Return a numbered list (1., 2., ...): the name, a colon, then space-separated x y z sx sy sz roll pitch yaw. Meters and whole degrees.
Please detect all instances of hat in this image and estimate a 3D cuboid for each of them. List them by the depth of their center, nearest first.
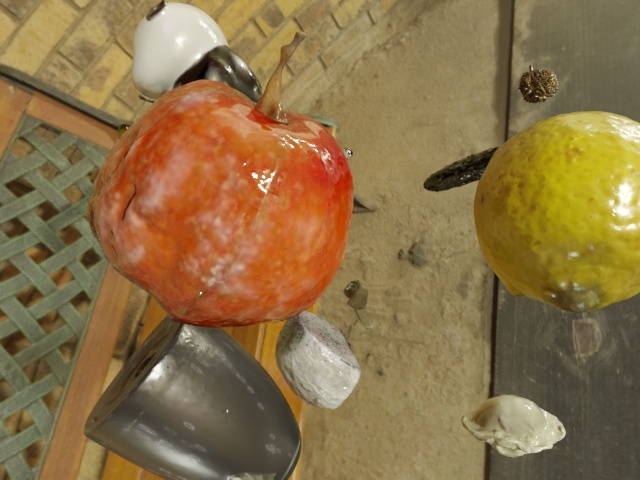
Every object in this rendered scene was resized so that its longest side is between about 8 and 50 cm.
1. hat: 0.149 0.220 1.455 0.085 0.175 0.147 -35 14 2

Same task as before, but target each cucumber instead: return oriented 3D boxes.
1. cucumber: 0.409 -0.191 1.105 0.303 0.081 0.072 -16 74 34

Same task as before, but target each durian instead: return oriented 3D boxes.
1. durian: 0.492 -0.355 0.942 0.080 0.080 0.091 -16 90 24

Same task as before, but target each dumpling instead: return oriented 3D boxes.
1. dumpling: 0.486 0.489 1.089 0.258 0.192 0.147 -8 93 54

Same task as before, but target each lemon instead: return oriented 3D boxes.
1. lemon: 0.457 -0.046 0.763 0.349 0.350 0.387 -5 43 30

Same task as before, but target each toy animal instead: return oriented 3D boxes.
1. toy animal: -0.266 -0.355 0.914 0.250 0.310 0.251 -27 11 6

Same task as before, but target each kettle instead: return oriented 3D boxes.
1. kettle: -0.153 0.246 0.639 0.207 0.290 0.268 -46 17 8

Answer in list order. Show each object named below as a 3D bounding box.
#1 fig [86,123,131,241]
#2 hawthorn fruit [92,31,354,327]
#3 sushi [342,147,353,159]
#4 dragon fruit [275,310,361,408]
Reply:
1. fig: -0.315 -0.089 0.775 0.190 0.190 0.290 -35 40 11
2. hawthorn fruit: -0.072 -0.059 0.394 0.272 0.241 0.242 -58 47 26
3. sushi: 0.063 -0.241 1.163 0.046 0.044 0.083 -42 8 -4
4. dragon fruit: -0.035 0.351 1.224 0.204 0.221 0.283 -54 21 5
